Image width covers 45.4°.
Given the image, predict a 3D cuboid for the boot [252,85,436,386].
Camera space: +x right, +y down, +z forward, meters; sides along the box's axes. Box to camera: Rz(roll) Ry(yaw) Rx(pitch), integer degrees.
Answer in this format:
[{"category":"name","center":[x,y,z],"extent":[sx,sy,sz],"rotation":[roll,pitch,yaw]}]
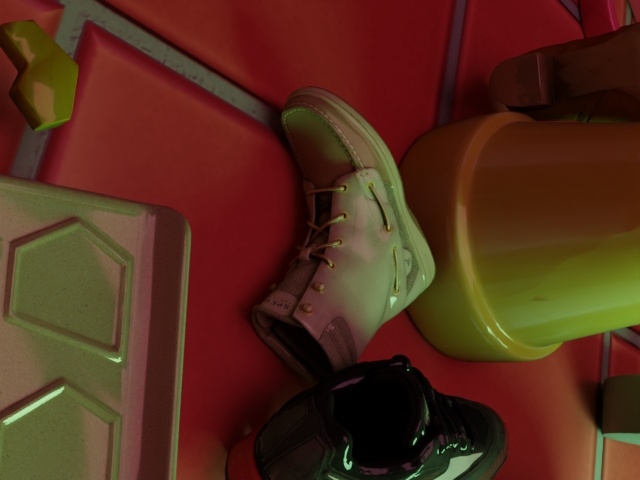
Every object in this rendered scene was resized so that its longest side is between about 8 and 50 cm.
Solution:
[{"category":"boot","center":[0.000,0.000,0.617],"extent":[0.165,0.077,0.213],"rotation":[-46,116,-35]}]

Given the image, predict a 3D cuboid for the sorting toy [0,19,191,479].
[{"category":"sorting toy","center":[-0.183,0.021,0.424],"extent":[0.229,0.041,0.307],"rotation":[10,77,-38]}]

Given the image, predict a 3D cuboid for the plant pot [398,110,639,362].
[{"category":"plant pot","center":[0.233,-0.011,0.731],"extent":[0.254,0.239,0.254],"rotation":[8,78,-43]}]

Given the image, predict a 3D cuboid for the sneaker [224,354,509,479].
[{"category":"sneaker","center":[0.068,0.153,0.594],"extent":[0.276,0.135,0.098],"rotation":[5,44,-38]}]

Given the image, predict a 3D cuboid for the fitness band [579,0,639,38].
[{"category":"fitness band","center":[0.467,-0.291,1.129],"extent":[0.209,0.054,0.291],"rotation":[-42,112,-39]}]

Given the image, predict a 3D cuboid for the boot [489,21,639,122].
[{"category":"boot","center":[0.333,-0.170,0.790],"extent":[0.211,0.295,0.104],"rotation":[-19,109,-60]}]

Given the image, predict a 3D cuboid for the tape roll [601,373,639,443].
[{"category":"tape roll","center":[0.461,0.218,0.936],"extent":[0.219,0.219,0.072],"rotation":[23,70,-40]}]
